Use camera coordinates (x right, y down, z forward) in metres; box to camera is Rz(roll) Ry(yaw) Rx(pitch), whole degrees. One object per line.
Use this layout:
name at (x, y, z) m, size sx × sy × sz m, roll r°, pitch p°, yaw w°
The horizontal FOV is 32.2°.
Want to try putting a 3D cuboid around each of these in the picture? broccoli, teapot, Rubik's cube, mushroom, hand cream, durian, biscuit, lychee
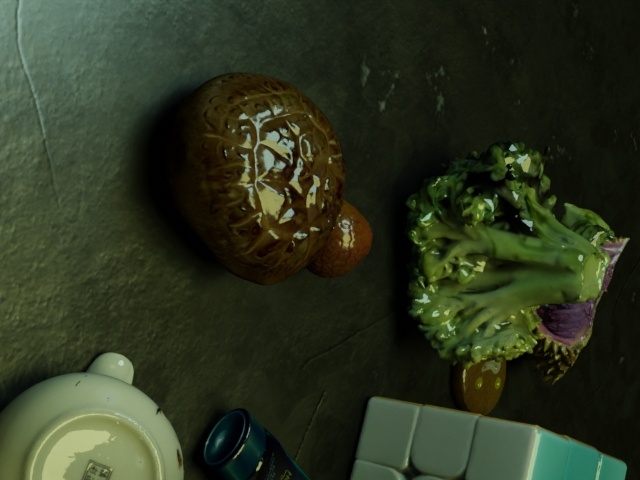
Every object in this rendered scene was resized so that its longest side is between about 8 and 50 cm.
broccoli at (0.274, 0.022, 1.603) m, size 0.293 × 0.281 × 0.348 m, roll 46°, pitch 63°, yaw -39°
teapot at (-0.254, 0.257, 1.118) m, size 0.208 × 0.166 × 0.299 m, roll 33°, pitch 77°, yaw -28°
Rubik's cube at (0.224, 0.405, 1.575) m, size 0.292 × 0.291 × 0.290 m, roll 28°, pitch 71°, yaw -46°
mushroom at (-0.069, -0.073, 1.293) m, size 0.253 × 0.153 × 0.253 m, roll 7°, pitch 82°, yaw -50°
hand cream at (-0.064, 0.320, 1.414) m, size 0.120 × 0.061 × 0.270 m, roll -64°, pitch 143°, yaw -31°
durian at (0.406, 0.119, 1.898) m, size 0.260 × 0.154 × 0.186 m, roll -53°, pitch 153°, yaw -42°
biscuit at (0.267, 0.170, 1.803) m, size 0.180 × 0.039 × 0.236 m, roll 5°, pitch 91°, yaw -51°
lychee at (0.006, 0.001, 1.423) m, size 0.140 × 0.101 × 0.114 m, roll -11°, pitch 111°, yaw -55°
